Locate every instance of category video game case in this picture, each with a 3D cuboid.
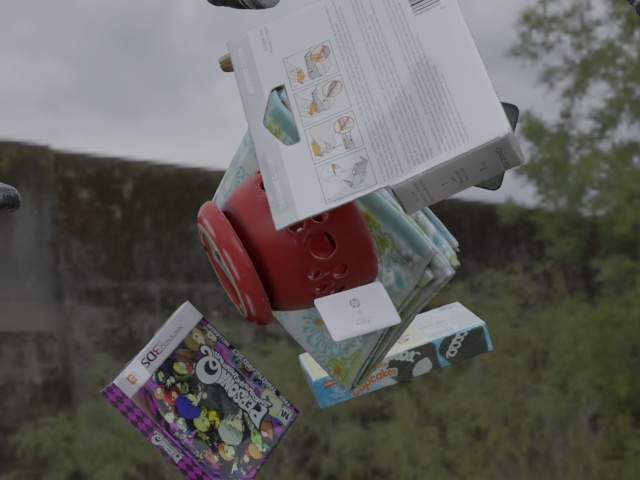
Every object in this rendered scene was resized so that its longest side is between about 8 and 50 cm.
[{"bbox_3d":[-0.159,0.222,1.797,0.042,0.232,0.210,-41,5,38],"label":"video game case"}]

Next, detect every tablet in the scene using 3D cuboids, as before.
[{"bbox_3d":[0.039,0.075,1.393,0.083,0.054,0.006,-14,-28,-27],"label":"tablet"}]

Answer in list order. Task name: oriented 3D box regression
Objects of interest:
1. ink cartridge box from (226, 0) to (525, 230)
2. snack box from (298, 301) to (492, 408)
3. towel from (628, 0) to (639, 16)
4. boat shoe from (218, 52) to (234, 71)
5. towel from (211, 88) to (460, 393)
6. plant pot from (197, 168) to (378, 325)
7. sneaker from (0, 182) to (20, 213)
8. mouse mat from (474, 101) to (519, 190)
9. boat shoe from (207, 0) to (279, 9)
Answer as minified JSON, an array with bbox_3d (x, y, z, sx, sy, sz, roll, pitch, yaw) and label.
[{"bbox_3d":[0.051,-0.155,1.429,0.261,0.296,0.066,-24,-37,10],"label":"ink cartridge box"},{"bbox_3d":[0.130,0.202,2.365,0.322,0.060,0.187,-18,11,-5],"label":"snack box"},{"bbox_3d":[0.542,-0.303,1.584,0.284,0.235,0.121,-31,-21,-1],"label":"towel"},{"bbox_3d":[-0.086,-0.250,1.884,0.135,0.045,0.050,-3,-2,30],"label":"boat shoe"},{"bbox_3d":[0.000,0.000,1.890,0.090,0.374,0.320,-25,-24,-45],"label":"towel"},{"bbox_3d":[-0.046,0.002,1.621,0.174,0.191,0.191,-28,-5,-10],"label":"plant pot"},{"bbox_3d":[-0.491,-0.098,1.760,0.229,0.132,0.086,-1,-1,37],"label":"sneaker"},{"bbox_3d":[0.228,-0.175,2.219,0.190,0.152,0.007,13,-5,9],"label":"mouse mat"},{"bbox_3d":[-0.053,-0.314,1.294,0.070,0.219,0.078,3,-39,29],"label":"boat shoe"}]
